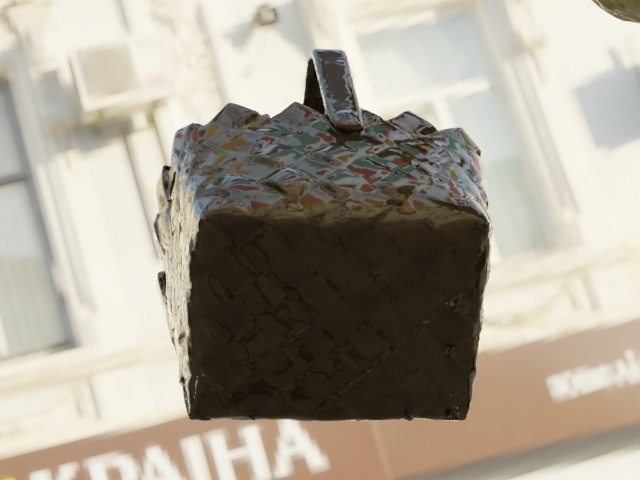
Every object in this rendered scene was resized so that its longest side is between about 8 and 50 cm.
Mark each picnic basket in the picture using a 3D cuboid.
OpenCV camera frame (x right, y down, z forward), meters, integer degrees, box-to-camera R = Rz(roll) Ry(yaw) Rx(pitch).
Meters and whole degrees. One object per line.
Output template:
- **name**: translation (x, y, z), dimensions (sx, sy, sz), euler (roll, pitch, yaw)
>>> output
- **picnic basket**: translation (0.000, 0.000, 1.696), dimensions (0.291, 0.321, 0.254), euler (2, -62, -6)

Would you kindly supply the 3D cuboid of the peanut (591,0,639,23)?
- **peanut**: translation (0.204, -0.236, 1.499), dimensions (0.099, 0.214, 0.099), euler (-28, -45, -31)
